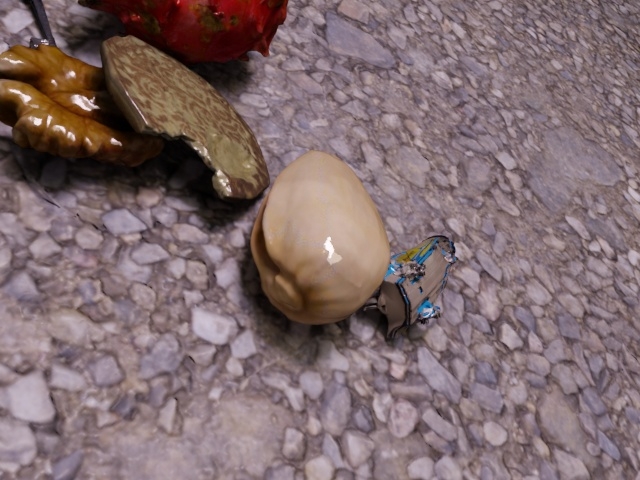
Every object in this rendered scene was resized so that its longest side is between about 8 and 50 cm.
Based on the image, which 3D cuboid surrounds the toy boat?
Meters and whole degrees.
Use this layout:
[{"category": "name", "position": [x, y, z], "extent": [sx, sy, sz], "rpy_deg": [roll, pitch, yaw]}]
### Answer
[{"category": "toy boat", "position": [0.123, 0.039, 0.791], "extent": [0.210, 0.066, 0.084], "rpy_deg": [-35, 112, -54]}]

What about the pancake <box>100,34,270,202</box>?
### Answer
[{"category": "pancake", "position": [-0.140, -0.136, 0.730], "extent": [0.235, 0.029, 0.212], "rpy_deg": [42, 24, -25]}]

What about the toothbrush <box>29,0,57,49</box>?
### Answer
[{"category": "toothbrush", "position": [-0.356, -0.315, 0.791], "extent": [0.031, 0.023, 0.321], "rpy_deg": [-4, 58, -38]}]

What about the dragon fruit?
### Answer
[{"category": "dragon fruit", "position": [-0.160, -0.311, 0.792], "extent": [0.268, 0.205, 0.210], "rpy_deg": [-16, 68, -30]}]

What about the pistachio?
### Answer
[{"category": "pistachio", "position": [0.000, 0.000, 0.700], "extent": [0.145, 0.117, 0.200], "rpy_deg": [18, 44, -17]}]

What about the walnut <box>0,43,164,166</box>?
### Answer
[{"category": "walnut", "position": [-0.247, -0.128, 0.676], "extent": [0.170, 0.069, 0.142], "rpy_deg": [14, 48, -35]}]
